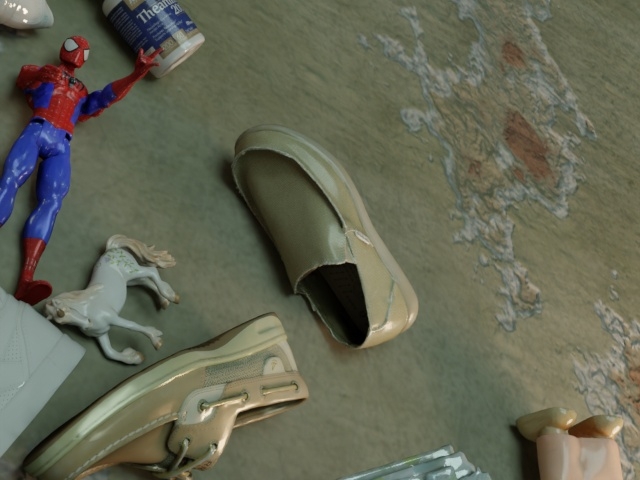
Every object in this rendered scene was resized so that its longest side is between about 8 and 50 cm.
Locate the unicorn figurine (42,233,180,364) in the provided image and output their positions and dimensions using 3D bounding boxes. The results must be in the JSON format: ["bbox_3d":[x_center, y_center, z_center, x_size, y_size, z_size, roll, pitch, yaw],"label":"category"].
[{"bbox_3d":[-0.185,0.056,1.055,0.111,0.060,0.162,36,30,-21],"label":"unicorn figurine"}]

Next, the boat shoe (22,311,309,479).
[{"bbox_3d":[-0.116,0.151,1.019,0.302,0.109,0.098,-22,81,-53],"label":"boat shoe"}]

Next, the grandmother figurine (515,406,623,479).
[{"bbox_3d":[0.294,0.359,1.285,0.207,0.104,0.342,7,60,-8],"label":"grandmother figurine"}]

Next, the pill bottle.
[{"bbox_3d":[-0.179,-0.232,1.221,0.120,0.067,0.067,51,42,-6],"label":"pill bottle"}]

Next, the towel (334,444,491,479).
[{"bbox_3d":[0.026,0.375,0.940,0.320,0.090,0.375,-10,79,-21],"label":"towel"}]

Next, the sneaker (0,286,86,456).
[{"bbox_3d":[-0.311,0.120,0.865,0.169,0.108,0.292,44,35,-9],"label":"sneaker"}]

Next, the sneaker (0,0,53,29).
[{"bbox_3d":[-0.304,-0.298,1.153,0.094,0.080,0.212,8,67,-54],"label":"sneaker"}]

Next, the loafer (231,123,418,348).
[{"bbox_3d":[0.000,0.000,1.221,0.268,0.102,0.092,51,36,-7],"label":"loafer"}]

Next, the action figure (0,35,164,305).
[{"bbox_3d":[-0.225,-0.094,1.049,0.091,0.139,0.280,29,46,-29],"label":"action figure"}]
